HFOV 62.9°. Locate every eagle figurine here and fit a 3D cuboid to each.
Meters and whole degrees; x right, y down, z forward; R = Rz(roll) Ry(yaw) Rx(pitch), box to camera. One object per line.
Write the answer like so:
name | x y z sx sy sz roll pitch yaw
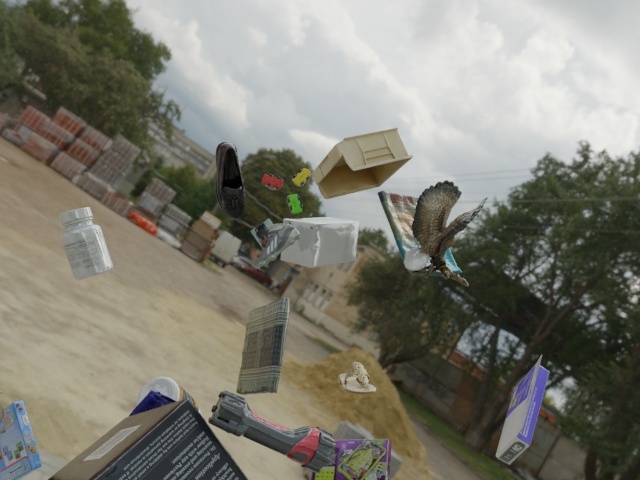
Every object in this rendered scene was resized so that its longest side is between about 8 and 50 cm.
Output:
eagle figurine | 0.411 -0.030 1.733 0.227 0.297 0.225 11 28 16

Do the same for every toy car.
toy car | -0.141 -0.220 2.462 0.053 0.239 0.224 114 -38 -67

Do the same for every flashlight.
flashlight | -0.114 0.454 1.261 0.304 0.103 0.103 30 -25 -12

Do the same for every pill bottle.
pill bottle | -0.550 0.629 1.949 0.162 0.162 0.278 29 -24 30
pill bottle | -0.802 0.009 1.780 0.131 0.131 0.229 -172 -115 -76

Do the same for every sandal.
sandal | 0.104 0.418 1.636 0.088 0.079 0.240 -2 -5 -14

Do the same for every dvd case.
dvd case | -0.198 -0.011 1.993 0.119 0.087 0.013 56 3 0

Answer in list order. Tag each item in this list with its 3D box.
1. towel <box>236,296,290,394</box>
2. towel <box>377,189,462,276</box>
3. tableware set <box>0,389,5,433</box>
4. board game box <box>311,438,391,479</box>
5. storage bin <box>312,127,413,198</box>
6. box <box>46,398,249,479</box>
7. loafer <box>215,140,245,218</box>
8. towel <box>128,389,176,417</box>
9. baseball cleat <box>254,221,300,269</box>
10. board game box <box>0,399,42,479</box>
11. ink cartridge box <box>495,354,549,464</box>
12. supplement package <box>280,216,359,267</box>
towel | -0.191 0.366 1.777 0.056 0.311 0.324 15 -21 -25
towel | 0.379 -0.028 2.006 0.272 0.040 0.369 6 54 -34
tableware set | -0.986 0.497 1.486 0.194 0.039 0.128 46 30 -74
board game box | 0.128 0.954 2.225 0.347 0.208 0.056 -12 -39 27
storage bin | 0.138 -0.268 1.861 0.123 0.261 0.262 70 -25 9
box | -0.391 0.695 1.309 0.480 0.297 0.471 -30 -85 47
loafer | -0.341 -0.220 1.980 0.109 0.302 0.095 -10 18 -18
towel | -0.561 0.631 1.648 0.076 0.308 0.227 23 -22 48
baseball cleat | -0.175 0.012 1.899 0.109 0.206 0.072 50 -16 9
board game box | -0.944 0.623 1.608 0.039 0.160 0.211 4 57 -63
ink cartridge box | 0.497 0.411 1.269 0.045 0.206 0.208 22 -36 16
supplement package | 0.000 0.000 2.148 0.176 0.177 0.293 11 10 37
